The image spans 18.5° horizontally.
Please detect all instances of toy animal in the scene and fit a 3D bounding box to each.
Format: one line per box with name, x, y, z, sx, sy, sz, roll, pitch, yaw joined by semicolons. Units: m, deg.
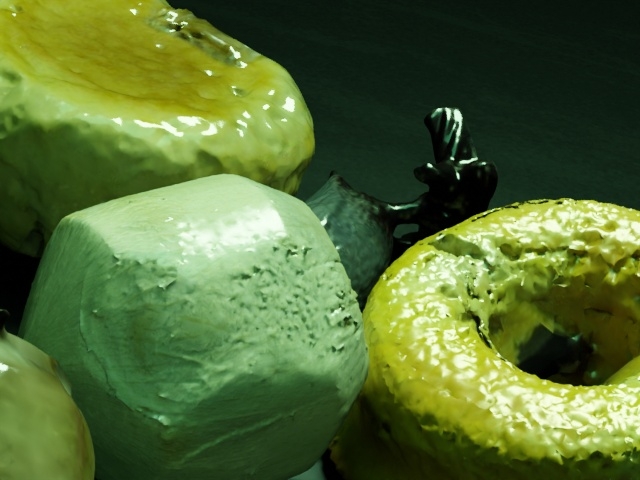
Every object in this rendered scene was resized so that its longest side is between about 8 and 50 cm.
toy animal;-0.005;0.000;1.121;0.210;0.121;0.117;-15;39;-31

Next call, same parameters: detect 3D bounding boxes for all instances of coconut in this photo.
coconut;-0.068;0.052;0.945;0.162;0.161;0.161;-21;37;-21

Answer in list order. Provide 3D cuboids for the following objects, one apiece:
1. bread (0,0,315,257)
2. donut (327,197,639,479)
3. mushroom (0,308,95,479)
bread;-0.123;-0.063;1.184;0.244;0.134;0.244;11;25;-5
donut;0.127;0.079;1.021;0.253;0.118;0.253;0;38;0
mushroom;-0.228;0.201;0.565;0.313;0.224;0.397;24;51;-40
